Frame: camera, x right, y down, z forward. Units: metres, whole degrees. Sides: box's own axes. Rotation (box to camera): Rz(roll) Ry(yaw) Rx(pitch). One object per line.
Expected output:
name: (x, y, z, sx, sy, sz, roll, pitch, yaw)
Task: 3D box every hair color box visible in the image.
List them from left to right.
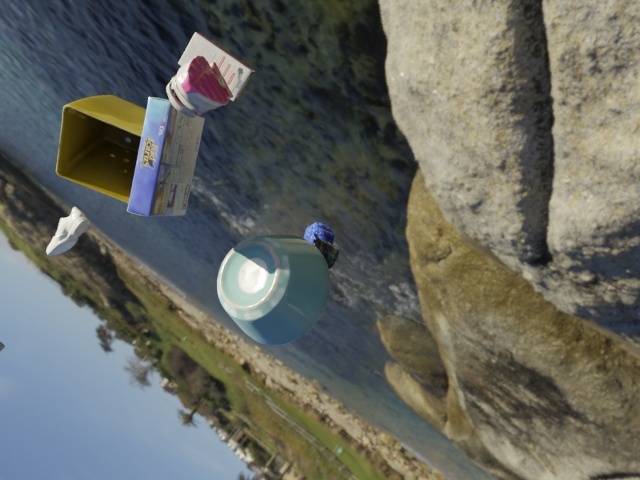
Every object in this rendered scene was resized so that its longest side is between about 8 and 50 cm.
hair color box: (-0.264, -0.442, 1.416, 0.167, 0.093, 0.053, 34, -163, -6)

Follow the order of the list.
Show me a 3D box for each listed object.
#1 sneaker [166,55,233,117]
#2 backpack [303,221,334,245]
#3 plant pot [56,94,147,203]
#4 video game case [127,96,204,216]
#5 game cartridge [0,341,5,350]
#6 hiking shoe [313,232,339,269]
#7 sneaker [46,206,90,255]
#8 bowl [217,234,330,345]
sneaker: (-0.249, -0.291, 1.100, 0.103, 0.111, 0.252, 62, -175, -11)
backpack: (0.000, 0.000, 1.850, 0.098, 0.120, 0.101, 27, 146, -26)
plant pot: (-0.529, -0.258, 1.443, 0.212, 0.187, 0.212, 22, 126, -7)
video game case: (-0.377, -0.196, 1.376, 0.061, 0.269, 0.244, 13, -176, 4)
game cartridge: (-1.068, 0.267, 1.541, 0.294, 0.196, 0.060, 51, 151, -18)
hiking shoe: (-0.049, 0.077, 1.654, 0.114, 0.227, 0.086, 39, -162, -11)
sneaker: (-0.930, -0.035, 2.019, 0.094, 0.212, 0.080, 51, -166, 10)
bowl: (-0.148, 0.110, 1.459, 0.311, 0.311, 0.163, 28, 177, 33)
